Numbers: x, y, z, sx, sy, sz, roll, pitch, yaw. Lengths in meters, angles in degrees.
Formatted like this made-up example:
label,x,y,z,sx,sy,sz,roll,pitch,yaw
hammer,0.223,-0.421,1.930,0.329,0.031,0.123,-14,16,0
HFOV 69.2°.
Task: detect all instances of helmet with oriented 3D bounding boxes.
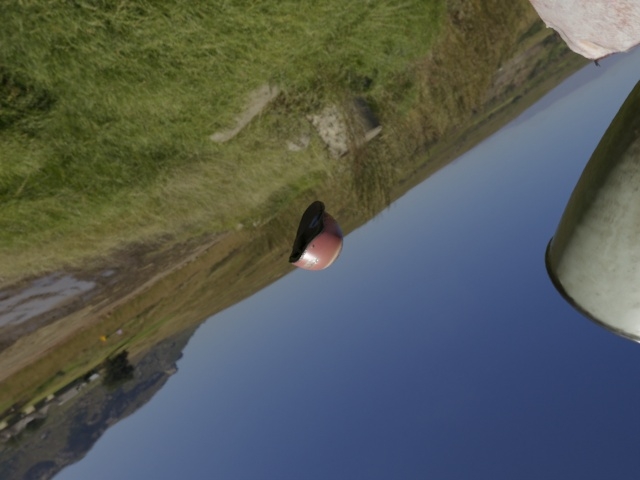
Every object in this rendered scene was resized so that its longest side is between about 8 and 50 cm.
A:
label,x,y,z,sx,sy,sz,roll,pitch,yaw
helmet,0.001,-0.001,0.522,0.065,0.049,0.083,-41,-153,49

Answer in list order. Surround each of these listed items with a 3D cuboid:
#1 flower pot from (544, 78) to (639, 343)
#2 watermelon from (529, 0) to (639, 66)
label,x,y,z,sx,sy,sz,roll,pitch,yaw
flower pot,0.507,-0.055,0.645,0.294,0.294,0.330,-34,139,-27
watermelon,0.215,-0.279,0.319,0.283,0.250,0.292,-38,-178,-13
